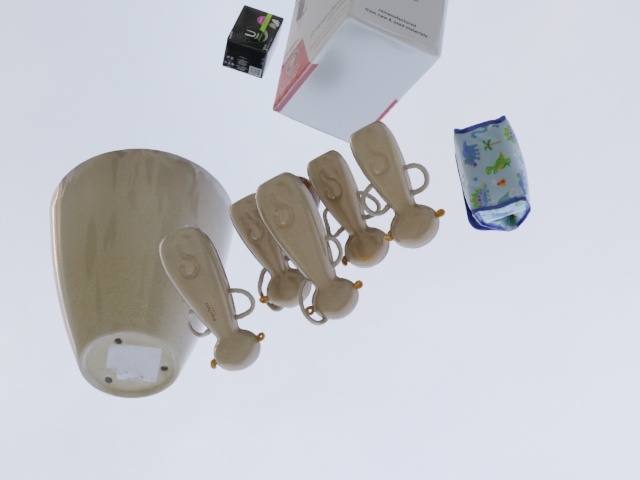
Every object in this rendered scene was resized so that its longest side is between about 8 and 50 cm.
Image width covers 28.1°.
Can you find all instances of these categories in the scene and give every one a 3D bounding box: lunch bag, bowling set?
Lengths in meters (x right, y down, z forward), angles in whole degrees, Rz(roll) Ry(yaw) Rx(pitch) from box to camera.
[{"bbox_3d":[0.240,-0.087,1.768,0.096,0.151,0.129,-14,-104,14],"label":"lunch bag"},{"bbox_3d":[0.000,0.000,1.308,0.287,0.154,0.200,-28,-179,16],"label":"bowling set"}]

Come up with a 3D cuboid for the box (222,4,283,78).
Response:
[{"bbox_3d":[-0.094,-0.278,1.789,0.052,0.062,0.083,107,2,-48],"label":"box"}]

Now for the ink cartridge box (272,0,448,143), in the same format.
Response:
[{"bbox_3d":[0.055,-0.278,1.430,0.197,0.114,0.273,-44,-151,52],"label":"ink cartridge box"}]

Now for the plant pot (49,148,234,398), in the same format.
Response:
[{"bbox_3d":[-0.241,0.062,1.680,0.256,0.256,0.274,-33,-144,23],"label":"plant pot"}]
